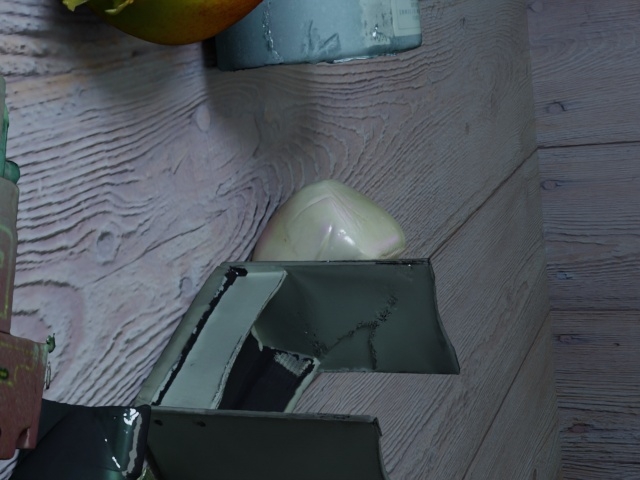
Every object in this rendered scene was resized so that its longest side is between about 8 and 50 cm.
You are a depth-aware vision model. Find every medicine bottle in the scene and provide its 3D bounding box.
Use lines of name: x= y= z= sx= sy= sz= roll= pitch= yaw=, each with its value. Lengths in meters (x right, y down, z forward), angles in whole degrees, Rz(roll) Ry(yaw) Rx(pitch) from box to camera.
medicine bottle: x=-0.017 y=-0.349 z=1.168 sx=0.245 sy=0.245 sz=0.290 roll=-33 pitch=119 yaw=-64

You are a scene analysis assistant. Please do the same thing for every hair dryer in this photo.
hair dryer: x=-0.165 y=0.285 z=0.909 sx=0.302 sy=0.116 sz=0.244 roll=42 pitch=51 yaw=-53

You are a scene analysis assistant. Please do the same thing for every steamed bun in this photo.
steamed bun: x=0.000 y=0.000 z=1.298 sx=0.152 sy=0.170 sz=0.239 roll=52 pitch=15 yaw=10

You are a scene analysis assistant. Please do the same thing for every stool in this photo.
stool: x=-0.017 y=0.157 z=1.091 sx=0.243 sy=0.269 sz=0.170 roll=-64 pitch=144 yaw=-49

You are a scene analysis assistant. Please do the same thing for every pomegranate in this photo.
pomegranate: x=-0.140 y=-0.279 z=0.920 sx=0.257 sy=0.221 sz=0.221 roll=-54 pitch=137 yaw=-45

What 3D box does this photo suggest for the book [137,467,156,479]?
book: x=-0.185 y=0.359 z=0.996 sx=0.160 sy=0.024 sz=0.228 roll=68 pitch=30 yaw=-43

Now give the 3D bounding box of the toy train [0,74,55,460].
toy train: x=-0.271 y=0.008 z=0.686 sx=0.221 sy=0.150 sz=0.304 roll=45 pitch=45 yaw=-72
